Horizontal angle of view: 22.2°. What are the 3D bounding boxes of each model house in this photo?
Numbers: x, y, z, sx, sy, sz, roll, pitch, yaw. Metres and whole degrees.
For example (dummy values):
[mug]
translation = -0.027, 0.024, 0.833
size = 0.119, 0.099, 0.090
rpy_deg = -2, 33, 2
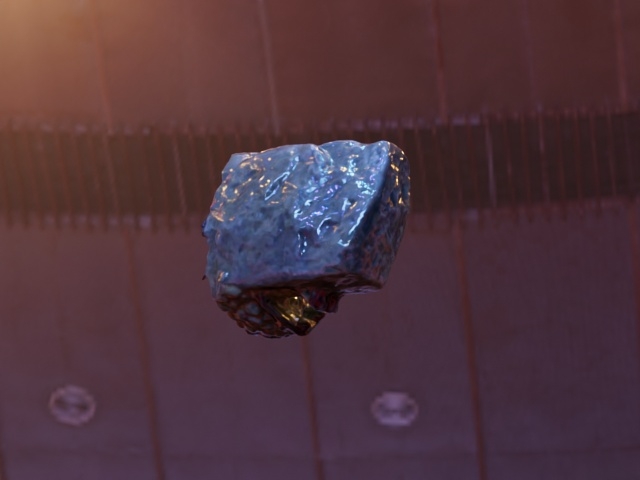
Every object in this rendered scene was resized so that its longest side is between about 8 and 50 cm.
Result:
[model house]
translation = 0.000, 0.000, 0.697
size = 0.083, 0.078, 0.066
rpy_deg = -3, -19, 36
